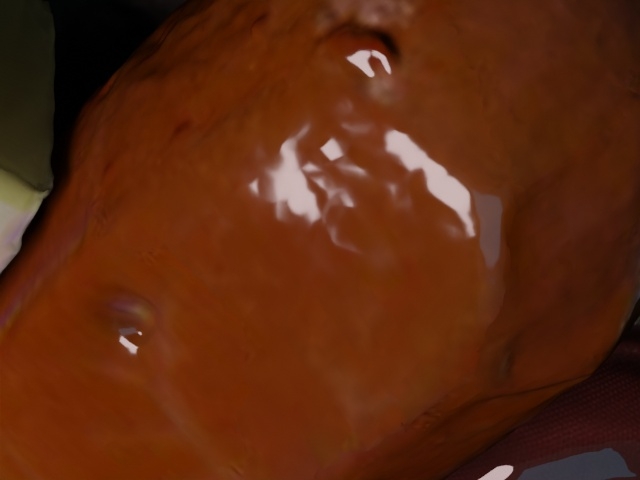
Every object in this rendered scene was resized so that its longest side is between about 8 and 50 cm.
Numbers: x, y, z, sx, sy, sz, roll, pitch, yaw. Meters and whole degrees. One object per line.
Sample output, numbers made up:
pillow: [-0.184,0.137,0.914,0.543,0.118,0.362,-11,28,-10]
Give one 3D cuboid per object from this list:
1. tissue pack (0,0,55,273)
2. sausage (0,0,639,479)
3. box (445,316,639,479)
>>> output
tissue pack: [-0.213,-0.035,0.460,0.234,0.125,0.159,24,122,-25]
sausage: [-0.001,0.001,0.478,0.153,0.141,0.268,48,126,-3]
box: [0.038,0.181,0.669,0.404,0.108,0.263,-40,122,22]
